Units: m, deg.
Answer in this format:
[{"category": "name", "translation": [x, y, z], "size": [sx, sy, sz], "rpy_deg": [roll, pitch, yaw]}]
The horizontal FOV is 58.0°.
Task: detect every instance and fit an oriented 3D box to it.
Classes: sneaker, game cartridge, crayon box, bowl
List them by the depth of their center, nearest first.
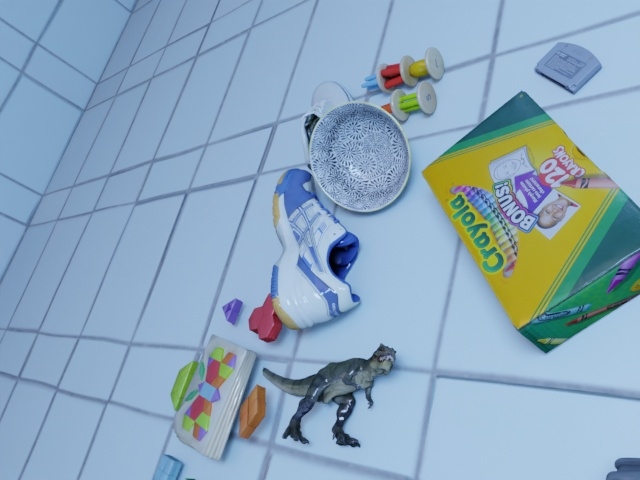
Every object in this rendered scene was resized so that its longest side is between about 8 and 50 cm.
[{"category": "crayon box", "translation": [0.249, -0.032, 0.674], "size": [0.165, 0.081, 0.278], "rpy_deg": [-39, 42, 19]}, {"category": "game cartridge", "translation": [0.335, -0.236, 0.779], "size": [0.056, 0.017, 0.083], "rpy_deg": [-48, 40, 15]}, {"category": "bowl", "translation": [0.074, -0.135, 0.901], "size": [0.170, 0.080, 0.170], "rpy_deg": [11, 112, 27]}, {"category": "sneaker", "translation": [0.000, 0.000, 0.908], "size": [0.131, 0.112, 0.296], "rpy_deg": [-16, 53, 16]}, {"category": "sneaker", "translation": [0.012, -0.209, 1.025], "size": [0.094, 0.091, 0.258], "rpy_deg": [-32, 45, 26]}]

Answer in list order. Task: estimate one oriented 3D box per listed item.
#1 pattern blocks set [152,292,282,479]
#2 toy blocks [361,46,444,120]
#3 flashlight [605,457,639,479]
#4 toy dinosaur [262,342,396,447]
[{"category": "pattern blocks set", "translation": [-0.171, 0.243, 0.922], "size": [0.285, 0.026, 0.325], "rpy_deg": [-17, 52, 48]}, {"category": "toy blocks", "translation": [0.125, -0.251, 0.970], "size": [0.148, 0.054, 0.123], "rpy_deg": [-5, 60, 43]}, {"category": "flashlight", "translation": [0.364, 0.208, 0.385], "size": [0.304, 0.103, 0.103], "rpy_deg": [-11, 83, 40]}, {"category": "toy dinosaur", "translation": [0.006, 0.213, 0.776], "size": [0.268, 0.064, 0.118], "rpy_deg": [-22, 47, 41]}]
